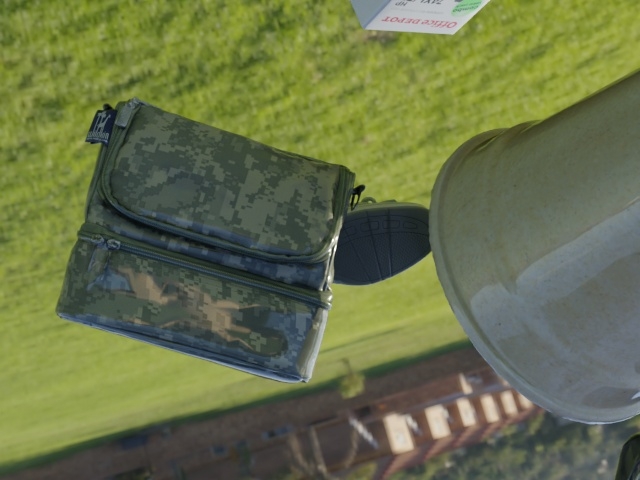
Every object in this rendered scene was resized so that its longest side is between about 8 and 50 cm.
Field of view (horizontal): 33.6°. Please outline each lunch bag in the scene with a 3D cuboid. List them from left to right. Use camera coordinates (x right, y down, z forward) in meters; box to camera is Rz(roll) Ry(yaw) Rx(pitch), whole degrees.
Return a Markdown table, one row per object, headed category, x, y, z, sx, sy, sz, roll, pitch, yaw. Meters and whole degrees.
| category | x | y | z | sx | sy | sz | roll | pitch | yaw |
| --- | --- | --- | --- | --- | --- | --- | --- | --- | --- |
| lunch bag | -0.125 | 0.000 | 1.172 | 0.305 | 0.256 | 0.212 | 16 | 171 | -5 |

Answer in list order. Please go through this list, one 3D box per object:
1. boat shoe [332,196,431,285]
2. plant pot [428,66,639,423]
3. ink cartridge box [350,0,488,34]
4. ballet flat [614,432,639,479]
| category | x | y | z | sx | sy | sz | roll | pitch | yaw |
| --- | --- | --- | --- | --- | --- | --- | --- | --- | --- |
| boat shoe | -0.001 | 0.002 | 1.448 | 0.320 | 0.118 | 0.103 | -15 | -149 | 0 |
| plant pot | 0.326 | -0.032 | 0.997 | 0.333 | 0.334 | 0.305 | -6 | 159 | -36 |
| ink cartridge box | 0.171 | -0.454 | 1.515 | 0.198 | 0.197 | 0.270 | -6 | 157 | -38 |
| ballet flat | 0.324 | 0.300 | 1.086 | 0.074 | 0.203 | 0.074 | 10 | -177 | -1 |
